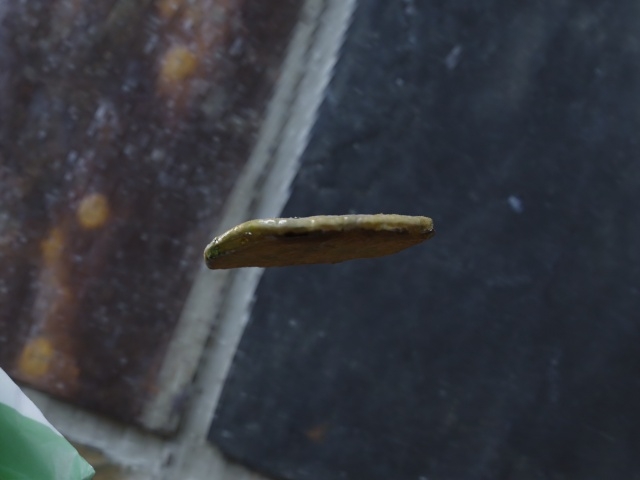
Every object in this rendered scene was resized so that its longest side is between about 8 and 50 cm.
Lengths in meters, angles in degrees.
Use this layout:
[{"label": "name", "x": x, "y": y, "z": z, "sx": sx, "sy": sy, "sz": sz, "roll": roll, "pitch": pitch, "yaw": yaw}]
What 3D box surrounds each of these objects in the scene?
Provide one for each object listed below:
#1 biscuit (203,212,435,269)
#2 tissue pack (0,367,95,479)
[{"label": "biscuit", "x": 0.000, "y": 0.000, "z": 1.635, "sx": 0.118, "sy": 0.247, "sz": 0.029, "roll": -26, "pitch": 71, "yaw": 53}, {"label": "tissue pack", "x": -0.332, "y": 0.235, "z": 1.025, "sx": 0.266, "sy": 0.194, "sz": 0.356, "roll": -18, "pitch": 32, "yaw": 30}]
